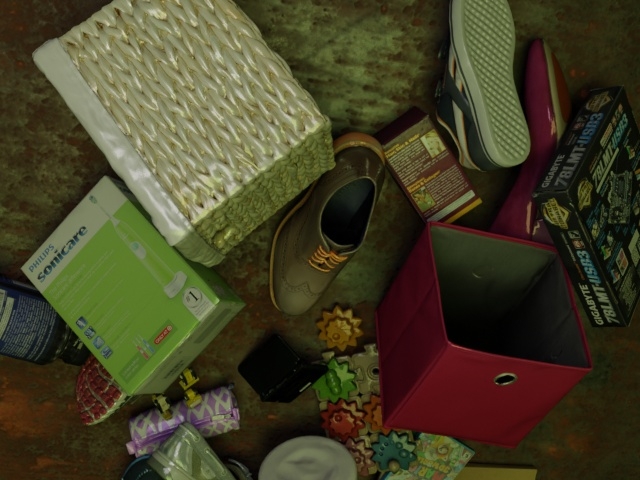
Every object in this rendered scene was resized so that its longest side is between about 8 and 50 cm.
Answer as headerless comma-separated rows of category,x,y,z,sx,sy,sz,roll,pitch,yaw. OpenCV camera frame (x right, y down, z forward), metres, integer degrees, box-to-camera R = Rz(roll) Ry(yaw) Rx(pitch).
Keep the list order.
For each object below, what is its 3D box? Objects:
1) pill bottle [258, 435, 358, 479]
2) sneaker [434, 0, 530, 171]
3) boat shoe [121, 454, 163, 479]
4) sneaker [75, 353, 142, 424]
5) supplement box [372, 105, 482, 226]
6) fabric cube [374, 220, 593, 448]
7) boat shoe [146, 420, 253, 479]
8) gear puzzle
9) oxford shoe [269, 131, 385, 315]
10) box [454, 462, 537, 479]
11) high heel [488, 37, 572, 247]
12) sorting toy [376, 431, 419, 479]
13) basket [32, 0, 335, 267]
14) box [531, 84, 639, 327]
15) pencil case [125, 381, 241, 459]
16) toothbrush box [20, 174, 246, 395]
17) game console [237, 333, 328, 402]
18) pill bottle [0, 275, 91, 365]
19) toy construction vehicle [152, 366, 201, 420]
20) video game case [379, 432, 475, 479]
pill bottle,-0.009,0.526,1.714,0.176,0.176,0.318,-11,124,-7
sneaker,0.247,-0.269,1.541,0.126,0.127,0.321,-5,85,-31
boat shoe,-0.312,0.495,1.676,0.109,0.089,0.258,1,125,-20
sneaker,-0.302,0.213,1.605,0.299,0.121,0.112,-43,141,13
supplement box,0.177,-0.119,1.598,0.104,0.081,0.188,-35,111,3
fabric cube,0.255,0.162,1.566,0.254,0.259,0.258,12,136,-15
boat shoe,-0.178,0.417,1.654,0.103,0.118,0.320,-54,137,-10
gear puzzle,0.073,0.277,1.701,0.175,0.044,0.339,-11,102,9
oxford shoe,0.000,0.000,1.549,0.130,0.132,0.363,15,122,-12
box,0.321,0.519,1.873,0.201,0.021,0.164,5,107,-12
high heel,0.341,-0.149,1.620,0.181,0.127,0.377,-5,93,29
sorting toy,0.164,0.473,1.813,0.132,0.046,0.274,14,104,-15
basket,-0.177,-0.174,1.341,0.266,0.328,0.331,-38,83,-3
box,0.481,-0.058,1.575,0.293,0.073,0.295,57,48,-27
pencil case,-0.238,0.325,1.664,0.206,0.088,0.086,-19,108,-3
toothbrush box,-0.294,0.072,1.478,0.283,0.122,0.206,44,96,15
game console,-0.067,0.231,1.685,0.107,0.071,0.122,13,134,-43
pill bottle,-0.480,0.132,1.525,0.219,0.123,0.123,22,103,-30
toy construction vehicle,-0.246,0.259,1.603,0.086,0.035,0.098,-35,142,-18
video game case,0.197,0.434,1.773,0.119,0.015,0.166,34,99,-19
